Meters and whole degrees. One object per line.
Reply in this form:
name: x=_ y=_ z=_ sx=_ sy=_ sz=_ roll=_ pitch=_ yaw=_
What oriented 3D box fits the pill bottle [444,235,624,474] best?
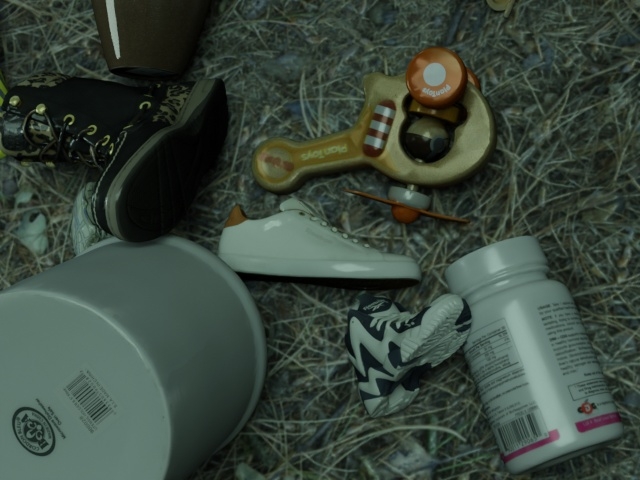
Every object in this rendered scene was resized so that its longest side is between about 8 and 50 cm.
pill bottle: x=0.272 y=0.148 z=1.685 sx=0.160 sy=0.160 sz=0.283 roll=-19 pitch=74 yaw=2

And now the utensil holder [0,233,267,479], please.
utensil holder: x=-0.269 y=0.176 z=1.584 sx=0.327 sy=0.385 sz=0.327 roll=2 pitch=99 yaw=12

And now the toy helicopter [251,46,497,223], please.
toy helicopter: x=0.075 y=-0.118 z=1.820 sx=0.355 sy=0.140 sz=0.235 roll=-12 pitch=83 yaw=15

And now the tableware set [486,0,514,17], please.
tableware set: x=0.252 y=-0.408 z=1.858 sx=0.020 sy=0.168 sz=0.141 roll=34 pitch=97 yaw=55

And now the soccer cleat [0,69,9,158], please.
soccer cleat: x=-0.520 y=-0.257 z=1.917 sx=0.093 sy=0.121 sz=0.289 roll=-16 pitch=74 yaw=3

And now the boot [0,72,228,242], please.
boot: x=-0.308 y=-0.128 z=1.774 sx=0.284 sy=0.138 sz=0.377 roll=7 pitch=35 yaw=14

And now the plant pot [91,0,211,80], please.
plant pot: x=-0.245 y=-0.355 z=1.880 sx=0.215 sy=0.215 sz=0.230 roll=2 pitch=87 yaw=8

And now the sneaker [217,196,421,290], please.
sneaker: x=0.000 y=0.000 z=1.788 sx=0.290 sy=0.106 sz=0.123 roll=6 pitch=78 yaw=10

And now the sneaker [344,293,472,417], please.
sneaker: x=0.099 y=0.110 z=1.709 sx=0.094 sy=0.235 sz=0.153 roll=-11 pitch=56 yaw=-30

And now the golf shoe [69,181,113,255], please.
golf shoe: x=-0.326 y=0.005 z=1.857 sx=0.069 sy=0.086 sz=0.176 roll=9 pitch=76 yaw=-36
